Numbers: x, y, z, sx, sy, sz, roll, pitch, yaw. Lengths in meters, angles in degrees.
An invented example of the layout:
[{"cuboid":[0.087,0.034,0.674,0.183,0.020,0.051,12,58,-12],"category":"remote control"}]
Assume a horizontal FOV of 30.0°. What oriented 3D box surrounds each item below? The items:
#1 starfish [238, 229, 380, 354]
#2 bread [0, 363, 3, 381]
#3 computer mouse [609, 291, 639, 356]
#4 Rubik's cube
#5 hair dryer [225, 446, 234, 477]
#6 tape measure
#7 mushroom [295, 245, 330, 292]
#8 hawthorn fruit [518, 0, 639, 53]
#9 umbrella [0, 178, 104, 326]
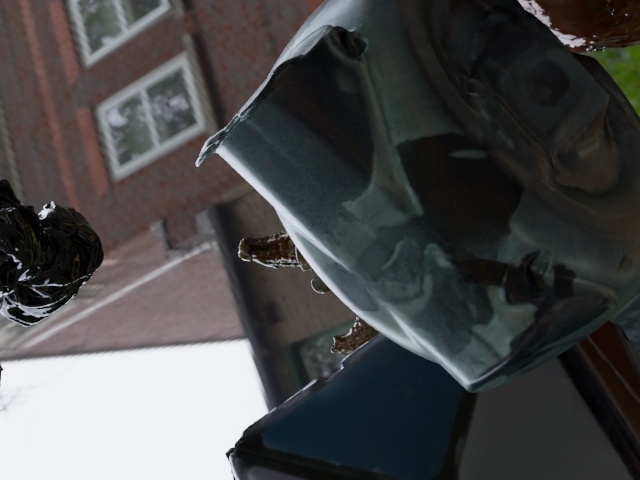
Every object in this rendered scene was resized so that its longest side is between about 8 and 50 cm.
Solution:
[{"cuboid":[0.035,-0.017,1.402,0.113,0.303,0.312,-23,-85,-48],"category":"starfish"},{"cuboid":[-0.471,0.139,1.477,0.134,0.129,0.260,-33,-91,-20],"category":"bread"},{"cuboid":[0.447,0.105,1.509,0.371,0.188,0.122,48,-166,-43],"category":"computer mouse"},{"cuboid":[0.151,0.234,0.985,0.305,0.310,0.307,24,-148,-60],"category":"Rubik's cube"},{"cuboid":[-0.016,0.388,1.555,0.344,0.189,0.106,50,161,29],"category":"hair dryer"},{"cuboid":[0.089,-0.048,0.715,0.256,0.147,0.275,44,-144,-4],"category":"tape measure"},{"cuboid":[-0.001,0.000,1.048,0.019,0.049,0.101,32,-142,-47],"category":"mushroom"},{"cuboid":[0.224,-0.290,0.922,0.316,0.316,0.316,33,-135,-40],"category":"hawthorn fruit"},{"cuboid":[-0.285,0.013,1.136,0.272,0.110,0.122,43,-138,-77],"category":"umbrella"}]
